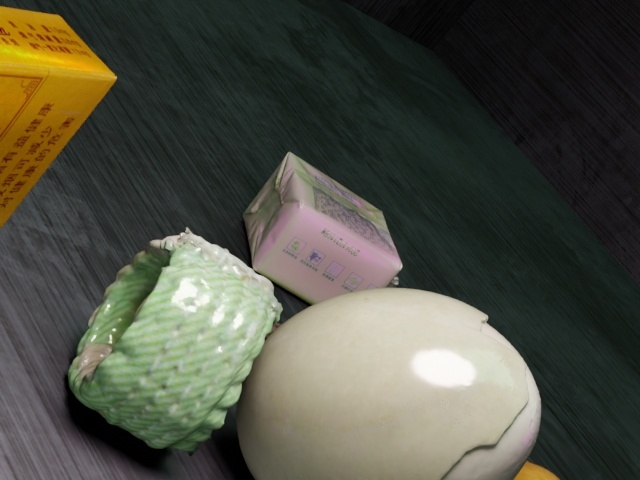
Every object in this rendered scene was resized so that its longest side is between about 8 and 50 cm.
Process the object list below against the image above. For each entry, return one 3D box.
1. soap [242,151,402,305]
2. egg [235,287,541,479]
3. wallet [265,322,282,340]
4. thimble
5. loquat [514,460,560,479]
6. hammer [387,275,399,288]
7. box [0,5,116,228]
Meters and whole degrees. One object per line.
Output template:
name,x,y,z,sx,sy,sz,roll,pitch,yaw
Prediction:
soap,0.000,0.000,2.393,0.199,0.138,0.182,32,18,-23
egg,0.085,0.191,1.754,0.336,0.278,0.278,-1,-13,39
wallet,-0.069,0.144,2.067,0.230,0.042,0.124,20,25,-53
thimble,-0.152,0.105,1.695,0.150,0.219,0.219,33,19,-18
loquat,0.218,0.362,1.892,0.238,0.193,0.238,58,15,-25
hammer,0.113,0.127,2.497,0.103,0.029,0.246,17,32,-35
box,-0.409,-0.115,1.620,0.116,0.264,0.415,47,19,14
